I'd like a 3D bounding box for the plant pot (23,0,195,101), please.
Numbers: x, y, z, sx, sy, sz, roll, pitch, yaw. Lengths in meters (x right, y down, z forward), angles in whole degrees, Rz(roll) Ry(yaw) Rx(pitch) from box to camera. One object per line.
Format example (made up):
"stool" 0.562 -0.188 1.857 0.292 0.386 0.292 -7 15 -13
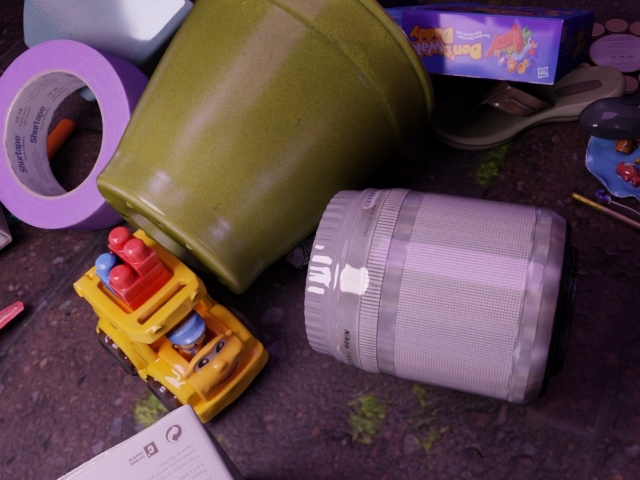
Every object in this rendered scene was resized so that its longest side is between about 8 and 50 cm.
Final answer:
"plant pot" -0.341 -0.373 1.177 0.248 0.247 0.252 43 105 -4

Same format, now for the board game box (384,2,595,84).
"board game box" 0.256 -0.298 1.028 0.233 0.078 0.347 12 23 24

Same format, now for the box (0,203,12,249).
"box" -0.606 -0.096 1.095 0.121 0.148 0.311 -38 53 4

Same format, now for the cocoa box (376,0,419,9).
"cocoa box" 0.029 -0.473 1.176 0.231 0.228 0.347 -8 37 4

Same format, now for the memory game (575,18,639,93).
"memory game" 0.488 -0.302 1.148 0.186 0.012 0.186 -6 52 7

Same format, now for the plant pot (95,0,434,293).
"plant pot" -0.098 -0.133 0.942 0.366 0.366 0.353 29 73 28

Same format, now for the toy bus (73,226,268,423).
"toy bus" -0.189 0.085 0.855 0.220 0.211 0.149 34 64 28

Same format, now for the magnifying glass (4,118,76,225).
"magnifying glass" -0.482 -0.117 1.181 0.092 0.026 0.231 11 58 19

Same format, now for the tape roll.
"tape roll" -0.369 -0.153 1.052 0.275 0.090 0.275 -1 88 22

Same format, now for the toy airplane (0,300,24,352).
"toy airplane" -0.495 0.125 0.994 0.151 0.028 0.151 -5 51 6

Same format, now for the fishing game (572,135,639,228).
"fishing game" 0.476 -0.124 0.998 0.264 0.041 0.189 -41 59 -21

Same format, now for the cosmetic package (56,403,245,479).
"cosmetic package" -0.069 0.366 0.618 0.156 0.217 0.385 -30 52 -13

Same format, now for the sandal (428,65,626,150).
"sandal" 0.309 -0.225 1.071 0.303 0.086 0.120 -16 51 4

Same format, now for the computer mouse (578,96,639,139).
"computer mouse" 0.494 -0.184 1.001 0.242 0.041 0.071 -5 43 6

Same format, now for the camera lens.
"camera lens" 0.143 0.057 0.807 0.274 0.219 0.219 9 55 17

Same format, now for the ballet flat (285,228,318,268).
"ballet flat" 0.000 0.000 0.997 0.041 0.041 0.114 35 66 31
